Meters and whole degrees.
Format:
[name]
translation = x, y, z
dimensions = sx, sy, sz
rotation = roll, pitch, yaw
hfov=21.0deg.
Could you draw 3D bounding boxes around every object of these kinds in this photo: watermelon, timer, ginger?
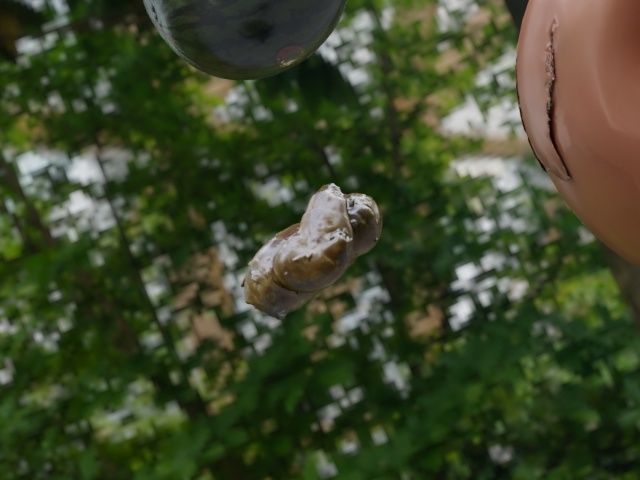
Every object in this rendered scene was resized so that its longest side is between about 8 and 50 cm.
[watermelon]
translation = -0.071, -0.263, 1.707
dimensions = 0.212, 0.212, 0.212
rotation = -22, -11, -5
[timer]
translation = 0.220, -0.085, 0.904
dimensions = 0.229, 0.230, 0.215
rotation = -27, -20, 22
[ginger]
translation = 0.000, 0.000, 1.557
dimensions = 0.162, 0.073, 0.103
rotation = -39, 0, -43
